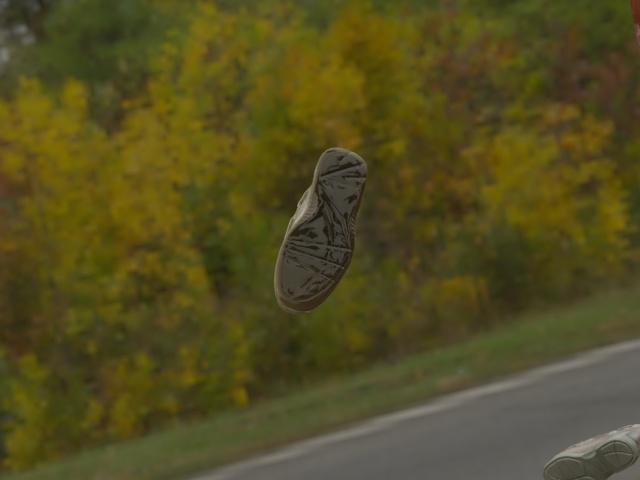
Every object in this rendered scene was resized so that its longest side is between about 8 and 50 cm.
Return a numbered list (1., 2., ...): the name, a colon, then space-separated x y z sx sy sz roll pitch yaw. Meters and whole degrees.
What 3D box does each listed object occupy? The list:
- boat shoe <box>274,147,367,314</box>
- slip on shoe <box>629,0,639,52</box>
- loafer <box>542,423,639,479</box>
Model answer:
1. boat shoe: 0.000 0.000 1.332 0.050 0.135 0.045 23 -33 0
2. slip on shoe: 0.309 -0.225 1.656 0.123 0.331 0.101 2 -36 -13
3. loafer: 0.272 0.213 1.875 0.125 0.045 0.039 -31 7 47
